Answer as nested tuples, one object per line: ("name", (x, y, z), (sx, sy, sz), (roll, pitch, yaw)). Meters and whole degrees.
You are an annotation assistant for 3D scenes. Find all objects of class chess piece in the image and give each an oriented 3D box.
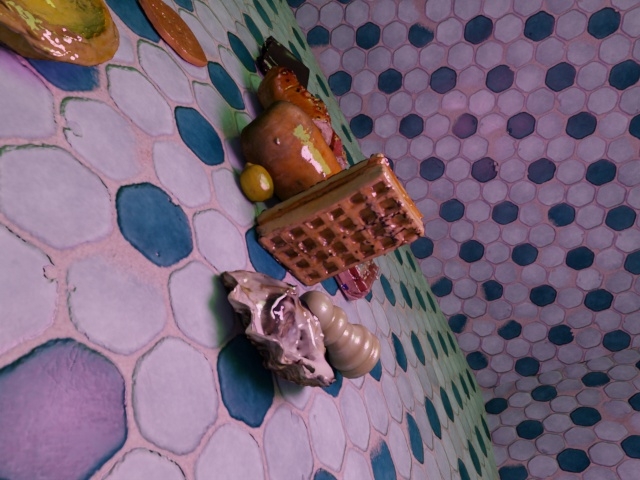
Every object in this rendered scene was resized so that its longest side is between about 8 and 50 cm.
("chess piece", (0.028, 0.229, 1.045), (0.251, 0.145, 0.144), (47, 25, -25))

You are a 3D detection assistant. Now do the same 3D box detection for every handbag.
("handbag", (-0.157, -0.715, 1.718), (0.257, 0.114, 0.285), (43, 36, -34))

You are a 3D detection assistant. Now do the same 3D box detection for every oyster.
("oyster", (-0.072, 0.200, 0.849), (0.351, 0.115, 0.237), (55, 13, -39))

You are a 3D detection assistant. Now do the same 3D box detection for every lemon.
("lemon", (-0.168, -0.152, 1.063), (0.110, 0.082, 0.082), (60, 20, -7))

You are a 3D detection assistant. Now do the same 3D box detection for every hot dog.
("hot dog", (-0.067, -0.441, 1.457), (0.365, 0.196, 0.367), (58, 11, 21))

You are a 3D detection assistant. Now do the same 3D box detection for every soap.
("soap", (0.125, 0.094, 1.478), (0.217, 0.098, 0.273), (63, 20, -6))

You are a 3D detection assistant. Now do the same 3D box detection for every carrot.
("carrot", (-0.067, -0.220, 1.164), (0.340, 0.224, 0.224), (49, 24, -19))

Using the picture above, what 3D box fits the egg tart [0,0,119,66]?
("egg tart", (-0.448, -0.377, 0.619), (0.279, 0.095, 0.278), (47, 24, -29))

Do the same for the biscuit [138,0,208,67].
("biscuit", (-0.384, -0.551, 1.069), (0.221, 0.029, 0.141), (36, 35, -52))

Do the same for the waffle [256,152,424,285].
("waffle", (0.050, -0.044, 1.046), (0.261, 0.377, 0.113), (47, 27, -37))
